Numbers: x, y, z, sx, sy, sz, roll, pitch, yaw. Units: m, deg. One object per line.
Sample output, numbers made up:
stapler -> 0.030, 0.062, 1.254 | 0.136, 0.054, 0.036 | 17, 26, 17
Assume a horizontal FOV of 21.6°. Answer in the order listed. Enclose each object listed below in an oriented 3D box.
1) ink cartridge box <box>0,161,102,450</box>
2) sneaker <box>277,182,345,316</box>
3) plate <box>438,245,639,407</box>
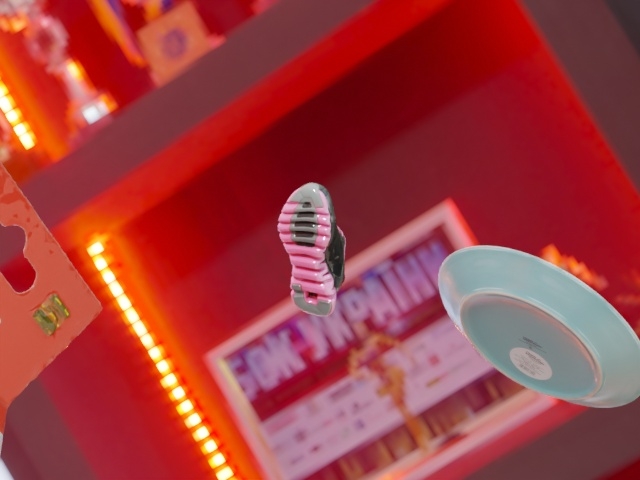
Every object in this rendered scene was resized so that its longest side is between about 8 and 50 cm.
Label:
ink cartridge box -> -0.351, 0.129, 1.441 | 0.385, 0.091, 0.308 | -48, -38, -18
sneaker -> 0.000, 0.000, 1.332 | 0.057, 0.047, 0.119 | -47, -36, -45
plate -> 0.170, 0.077, 1.328 | 0.024, 0.188, 0.188 | -54, 7, -28
